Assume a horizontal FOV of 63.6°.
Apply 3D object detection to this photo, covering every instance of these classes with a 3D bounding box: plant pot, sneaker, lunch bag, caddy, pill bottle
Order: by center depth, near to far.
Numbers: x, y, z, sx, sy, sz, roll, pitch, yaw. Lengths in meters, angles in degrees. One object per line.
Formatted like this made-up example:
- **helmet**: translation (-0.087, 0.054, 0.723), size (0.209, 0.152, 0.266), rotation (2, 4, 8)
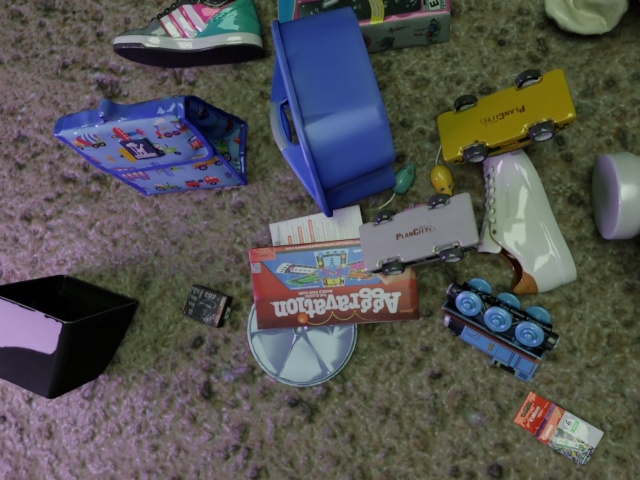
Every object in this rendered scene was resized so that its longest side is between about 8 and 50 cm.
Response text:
- **pill bottle**: translation (0.566, -0.073, 0.754), size (0.279, 0.162, 0.162), rotation (-4, 82, 12)
- **sneaker**: translation (0.298, -0.048, 0.839), size (0.123, 0.106, 0.290), rotation (-22, 80, 7)
- **caddy**: translation (0.004, -0.209, 0.856), size (0.179, 0.241, 0.341), rotation (-16, 74, 6)
- **lunch bag**: translation (-0.280, -0.182, 0.891), size (0.221, 0.293, 0.138), rotation (-4, 81, 12)
- **plant pot**: translation (-0.488, 0.178, 0.958), size (0.188, 0.188, 0.166), rotation (17, 100, 14)
- **sneaker**: translation (-0.259, -0.446, 1.006), size (0.296, 0.124, 0.178), rotation (-1, 87, 5)

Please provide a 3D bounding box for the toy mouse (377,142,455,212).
- **toy mouse**: translation (0.167, -0.082, 0.912), size (0.143, 0.031, 0.161), rotation (-16, 80, 10)

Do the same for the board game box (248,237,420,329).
- **board game box**: translation (0.021, 0.072, 0.882), size (0.281, 0.027, 0.145), rotation (-6, 93, 10)

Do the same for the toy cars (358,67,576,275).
- **toy cars**: translation (0.219, -0.086, 0.784), size (0.176, 0.087, 0.393), rotation (43, 102, 36)

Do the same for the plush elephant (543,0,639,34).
- **plush elephant**: translation (0.497, -0.464, 0.789), size (0.255, 0.330, 0.271), rotation (20, 73, 37)

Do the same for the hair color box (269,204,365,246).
- **hair color box**: translation (0.000, 0.000, 0.928), size (0.167, 0.053, 0.093), rotation (-11, 82, 10)

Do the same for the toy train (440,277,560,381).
- **toy train**: translation (0.279, 0.138, 0.824), size (0.184, 0.080, 0.105), rotation (27, 123, 23)

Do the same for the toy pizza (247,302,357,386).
- **toy pizza**: translation (-0.033, 0.158, 0.925), size (0.201, 0.032, 0.201), rotation (-2, 81, 12)

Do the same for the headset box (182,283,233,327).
- **headset box**: translation (-0.208, 0.124, 0.969), size (0.083, 0.032, 0.062), rotation (17, 87, 13)

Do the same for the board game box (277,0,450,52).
- **board game box**: translation (0.076, -0.471, 0.952), size (0.304, 0.097, 0.224), rotation (-5, 81, 13)

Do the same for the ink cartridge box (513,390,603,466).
- **ink cartridge box**: translation (0.374, 0.296, 0.816), size (0.115, 0.029, 0.062), rotation (29, 90, 14)
